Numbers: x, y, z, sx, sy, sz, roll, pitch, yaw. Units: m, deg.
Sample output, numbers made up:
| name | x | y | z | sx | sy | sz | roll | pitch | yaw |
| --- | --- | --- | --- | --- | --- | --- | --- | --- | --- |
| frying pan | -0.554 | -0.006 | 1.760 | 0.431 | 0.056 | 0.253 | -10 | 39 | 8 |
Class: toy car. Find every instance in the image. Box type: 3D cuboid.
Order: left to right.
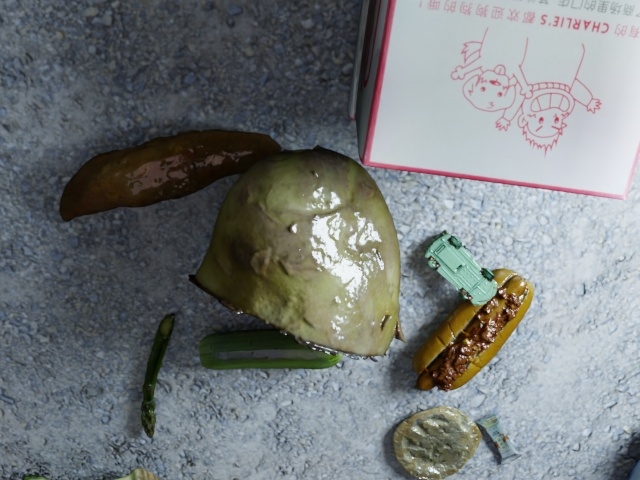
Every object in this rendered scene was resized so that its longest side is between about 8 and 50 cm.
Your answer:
| name | x | y | z | sx | sy | sz | roll | pitch | yaw |
| --- | --- | --- | --- | --- | --- | --- | --- | --- | --- |
| toy car | 0.211 | 0.042 | 1.133 | 0.122 | 0.035 | 0.059 | 45 | 104 | 2 |

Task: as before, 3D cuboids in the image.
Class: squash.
| name | x | y | z | sx | sy | sz | roll | pitch | yaw |
| --- | --- | --- | --- | --- | --- | --- | --- | --- | --- |
| squash | -0.077 | 0.171 | 1.194 | 0.229 | 0.066 | 0.066 | -2 | 113 | 2 |

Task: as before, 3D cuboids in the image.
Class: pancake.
| name | x | y | z | sx | sy | sz | roll | pitch | yaw |
| --- | --- | --- | --- | --- | --- | --- | --- | --- | --- |
| pancake | 0.197 | 0.341 | 1.282 | 0.152 | 0.025 | 0.151 | 0 | 112 | 1 |

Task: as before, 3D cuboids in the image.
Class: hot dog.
| name | x | y | z | sx | sy | sz | roll | pitch | yaw |
| --- | --- | --- | --- | --- | --- | --- | --- | --- | --- |
| hot dog | 0.234 | 0.151 | 1.175 | 0.102 | 0.076 | 0.249 | 35 | 108 | -17 |

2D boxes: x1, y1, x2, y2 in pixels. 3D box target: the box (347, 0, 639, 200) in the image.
| name | x | y | z | sx | sy | sz | roll | pitch | yaw |
| --- | --- | --- | --- | --- | --- | --- | --- | --- | --- |
| box | 0.207 | -0.248 | 0.885 | 0.315 | 0.300 | 0.312 | 7 | 112 | -2 |

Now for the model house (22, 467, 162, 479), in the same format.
| name | x | y | z | sx | sy | sz | roll | pitch | yaw |
| --- | --- | --- | --- | --- | --- | --- | --- | --- | --- |
| model house | -0.359 | 0.528 | 1.286 | 0.267 | 0.261 | 0.321 | -6 | 133 | -24 |

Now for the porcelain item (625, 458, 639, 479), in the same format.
| name | x | y | z | sx | sy | sz | roll | pitch | yaw |
| --- | --- | --- | --- | --- | --- | --- | --- | --- | --- |
| porcelain item | 0.610 | 0.503 | 1.261 | 0.243 | 0.178 | 0.404 | 0 | 113 | 0 |

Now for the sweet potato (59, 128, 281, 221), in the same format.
| name | x | y | z | sx | sy | sz | roll | pitch | yaw |
| --- | --- | --- | --- | --- | --- | --- | --- | --- | --- |
| sweet potato | -0.231 | -0.096 | 1.065 | 0.355 | 0.095 | 0.106 | -15 | 152 | 11 |

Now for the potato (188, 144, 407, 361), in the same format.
| name | x | y | z | sx | sy | sz | roll | pitch | yaw |
| --- | --- | --- | --- | --- | --- | --- | --- | --- | --- |
| potato | 0.000 | 0.000 | 1.037 | 0.301 | 0.289 | 0.237 | 24 | 95 | 24 |

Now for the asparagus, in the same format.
| name | x | y | z | sx | sy | sz | roll | pitch | yaw |
| --- | --- | --- | --- | --- | --- | --- | --- | --- | --- |
| asparagus | -0.270 | 0.222 | 1.238 | 0.034 | 0.027 | 0.235 | 17 | 112 | 5 |

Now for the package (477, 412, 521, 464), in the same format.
| name | x | y | z | sx | sy | sz | roll | pitch | yaw |
| --- | --- | --- | --- | --- | --- | --- | --- | --- | --- |
| package | 0.302 | 0.335 | 1.283 | 0.037 | 0.015 | 0.110 | -29 | 111 | 7 |
